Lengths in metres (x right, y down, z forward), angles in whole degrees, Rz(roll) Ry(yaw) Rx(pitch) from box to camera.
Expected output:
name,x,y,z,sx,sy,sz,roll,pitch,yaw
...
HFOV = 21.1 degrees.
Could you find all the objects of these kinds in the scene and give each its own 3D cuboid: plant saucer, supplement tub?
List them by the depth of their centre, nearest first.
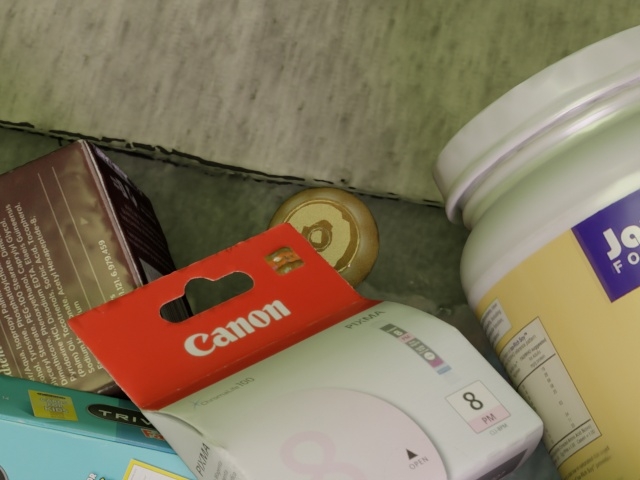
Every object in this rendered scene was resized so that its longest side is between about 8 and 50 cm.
name,x,y,z,sx,sy,sz,roll,pitch,yaw
supplement tub,0.233,0.054,1.068,0.241,0.241,0.331,-28,75,2
plant saucer,0.000,0.000,1.233,0.083,0.015,0.083,-2,77,9

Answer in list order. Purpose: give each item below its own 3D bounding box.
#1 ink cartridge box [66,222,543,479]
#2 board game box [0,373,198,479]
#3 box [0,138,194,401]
name,x,y,z,sx,sy,sz,roll,pitch,yaw
ink cartridge box,-0.010,0.080,1.033,0.189,0.066,0.232,-24,64,-36
board game box,-0.100,0.236,1.069,0.336,0.079,0.253,13,101,-8
box,-0.200,0.061,1.172,0.203,0.168,0.167,-23,76,3
